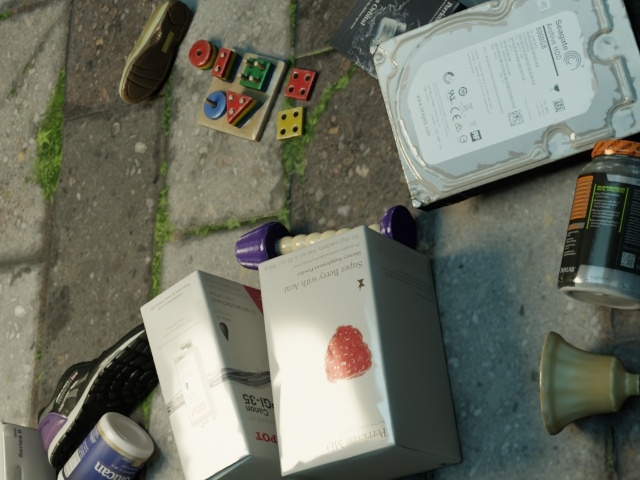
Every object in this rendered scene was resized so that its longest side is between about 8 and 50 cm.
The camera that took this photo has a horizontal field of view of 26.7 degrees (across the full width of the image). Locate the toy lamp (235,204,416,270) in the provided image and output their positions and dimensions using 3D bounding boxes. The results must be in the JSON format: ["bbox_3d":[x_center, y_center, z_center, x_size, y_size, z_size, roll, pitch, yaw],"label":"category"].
[{"bbox_3d":[0.000,0.000,1.918,0.275,0.080,0.080,-10,70,32],"label":"toy lamp"}]

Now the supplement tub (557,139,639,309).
[{"bbox_3d":[0.361,-0.019,1.639,0.117,0.117,0.190,6,79,37],"label":"supplement tub"}]

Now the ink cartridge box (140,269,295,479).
[{"bbox_3d":[-0.109,0.205,1.846,0.117,0.207,0.283,-33,59,25],"label":"ink cartridge box"}]

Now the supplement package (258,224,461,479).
[{"bbox_3d":[0.050,0.159,1.766,0.178,0.175,0.292,-21,64,28],"label":"supplement package"}]

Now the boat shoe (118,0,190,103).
[{"bbox_3d":[-0.284,-0.313,2.240,0.072,0.068,0.190,21,78,50],"label":"boat shoe"}]

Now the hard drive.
[{"bbox_3d":[0.251,-0.198,1.751,0.339,0.064,0.236,-18,79,19],"label":"hard drive"}]

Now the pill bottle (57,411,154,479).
[{"bbox_3d":[-0.335,0.350,2.031,0.169,0.094,0.094,-52,53,11],"label":"pill bottle"}]

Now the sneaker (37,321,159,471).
[{"bbox_3d":[-0.349,0.214,2.085,0.283,0.107,0.124,-50,47,12],"label":"sneaker"}]

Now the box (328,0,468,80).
[{"bbox_3d":[0.124,-0.292,1.915,0.158,0.093,0.156,42,100,36],"label":"box"}]

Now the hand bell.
[{"bbox_3d":[0.390,0.168,1.586,0.242,0.126,0.126,-2,73,22],"label":"hand bell"}]

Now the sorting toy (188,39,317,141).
[{"bbox_3d":[-0.126,-0.232,2.104,0.275,0.046,0.132,20,87,38],"label":"sorting toy"}]

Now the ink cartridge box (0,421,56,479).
[{"bbox_3d":[-0.560,0.431,2.148,0.289,0.121,0.211,-21,64,29],"label":"ink cartridge box"}]
